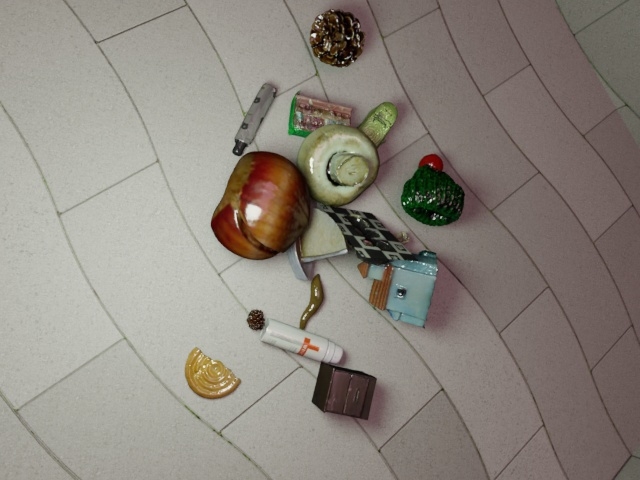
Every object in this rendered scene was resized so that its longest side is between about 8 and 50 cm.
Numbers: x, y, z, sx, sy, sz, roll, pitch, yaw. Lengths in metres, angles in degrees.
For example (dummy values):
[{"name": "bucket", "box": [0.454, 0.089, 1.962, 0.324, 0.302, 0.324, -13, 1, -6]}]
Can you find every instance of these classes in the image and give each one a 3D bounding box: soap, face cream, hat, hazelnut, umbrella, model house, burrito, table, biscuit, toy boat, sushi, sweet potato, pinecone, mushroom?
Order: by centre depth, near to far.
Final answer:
[{"name": "hazelnut", "box": [-0.213, -0.128, 1.576, 0.360, 0.359, 0.408, 16, 83, -16]}, {"name": "biscuit", "box": [-0.426, 0.518, 1.606, 0.224, 0.033, 0.144, 42, 73, -9]}, {"name": "pinecone", "box": [-0.253, 0.311, 1.665, 0.077, 0.077, 0.083, 22, 68, -15]}, {"name": "toy boat", "box": [-0.025, -0.005, 1.686, 0.111, 0.294, 0.275, 9, 54, -50]}, {"name": "table", "box": [0.096, 0.600, 1.693, 0.193, 0.172, 0.169, 18, 78, -15]}, {"name": "face cream", "box": [-0.068, 0.412, 1.700, 0.346, 0.102, 0.101, 23, 77, -13]}, {"name": "sushi", "box": [0.169, 0.006, 1.722, 0.297, 0.373, 0.099, 6, 121, -34]}, {"name": "mushroom", "box": [0.075, -0.301, 1.730, 0.353, 0.260, 0.351, -8, 114, -18]}, {"name": "umbrella", "box": [-0.278, -0.499, 1.755, 0.073, 0.067, 0.337, 25, 78, -2]}, {"name": "sweet potato", "box": [-0.029, 0.261, 1.755, 0.069, 0.059, 0.249, 17, 82, 4]}, {"name": "model house", "box": [0.312, 0.178, 1.813, 0.330, 0.251, 0.294, 11, 104, 6]}, {"name": "pinecone", "box": [0.069, -0.861, 1.822, 0.244, 0.243, 0.257, 28, 35, -13]}, {"name": "soap", "box": [0.004, -0.510, 1.831, 0.274, 0.098, 0.217, 8, 81, -17]}, {"name": "burrito", "box": [0.291, 0.014, 1.877, 0.226, 0.060, 0.087, -16, 51, -18]}, {"name": "hat", "box": [0.513, -0.251, 1.909, 0.274, 0.242, 0.331, 24, 63, -27]}]

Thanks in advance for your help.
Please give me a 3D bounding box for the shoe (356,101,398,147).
[{"name": "shoe", "box": [0.245, -0.496, 1.896, 0.140, 0.128, 0.262, 38, 103, -2]}]
